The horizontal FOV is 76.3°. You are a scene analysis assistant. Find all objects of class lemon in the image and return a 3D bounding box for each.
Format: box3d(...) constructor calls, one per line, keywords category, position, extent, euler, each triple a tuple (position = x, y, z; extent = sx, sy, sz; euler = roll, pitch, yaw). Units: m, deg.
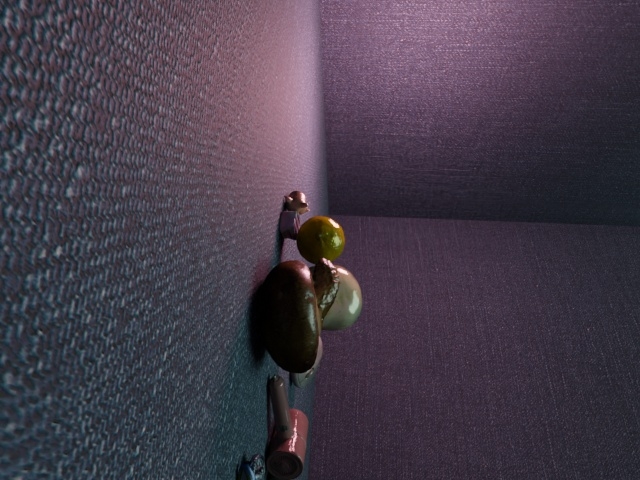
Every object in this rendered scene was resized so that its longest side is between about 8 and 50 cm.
box3d(category="lemon", position=(0.000, 0.000, 1.468), extent=(0.203, 0.178, 0.179), euler=(69, 23, -81))

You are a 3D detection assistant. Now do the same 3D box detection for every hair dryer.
box3d(category="hair dryer", position=(-0.121, 0.594, 1.389), extent=(0.210, 0.125, 0.353), euler=(-77, 162, -72))

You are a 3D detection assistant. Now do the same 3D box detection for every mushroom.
box3d(category="mushroom", position=(-0.077, 0.218, 1.187), extent=(0.345, 0.238, 0.346), euler=(-4, 90, -67))
box3d(category="mushroom", position=(0.014, 0.209, 1.469), extent=(0.254, 0.260, 0.234), euler=(-42, -175, -25))

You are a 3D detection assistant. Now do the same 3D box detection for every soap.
box3d(category="soap", position=(-0.109, -0.055, 1.473), extent=(0.149, 0.056, 0.100), euler=(82, 14, -69))

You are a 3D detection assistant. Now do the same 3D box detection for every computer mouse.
box3d(category="computer mouse", position=(-0.056, 0.552, 1.941), extent=(0.297, 0.121, 0.184), euler=(-76, 162, -55))

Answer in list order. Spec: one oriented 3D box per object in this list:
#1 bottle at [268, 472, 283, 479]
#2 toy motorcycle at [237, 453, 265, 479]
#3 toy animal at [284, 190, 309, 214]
box3d(category="bottle", position=(-0.135, 0.806, 1.437), extent=(0.270, 0.083, 0.083), euler=(-83, 174, -67))
box3d(category="toy motorcycle", position=(-0.161, 0.664, 1.001), extent=(0.135, 0.092, 0.255), euler=(5, 78, -77))
box3d(category="toy animal", position=(-0.092, -0.146, 1.536), extent=(0.150, 0.083, 0.089), euler=(-106, -177, -67))
